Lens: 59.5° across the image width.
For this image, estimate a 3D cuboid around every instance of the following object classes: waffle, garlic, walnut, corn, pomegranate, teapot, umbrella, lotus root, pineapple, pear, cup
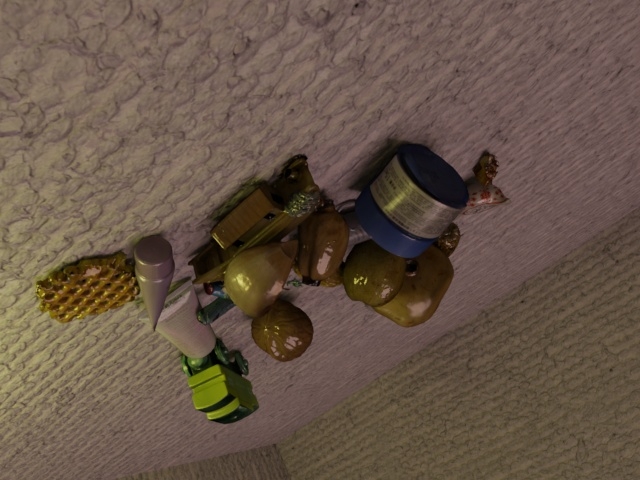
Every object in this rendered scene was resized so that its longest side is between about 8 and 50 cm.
[{"bbox_3d":[-0.576,0.124,1.411,0.254,0.052,0.245,-16,150,-21],"label":"waffle"},{"bbox_3d":[-0.144,0.124,1.473,0.196,0.151,0.338,-26,159,-19],"label":"garlic"},{"bbox_3d":[-0.138,0.322,2.008,0.228,0.228,0.228,-22,153,-12],"label":"walnut"},{"bbox_3d":[0.003,0.081,1.793,0.130,0.130,0.347,-34,154,12],"label":"corn"},{"bbox_3d":[0.311,0.138,1.989,0.333,0.332,0.332,-22,153,-12],"label":"pomegranate"},{"bbox_3d":[0.529,-0.134,1.920,0.159,0.116,0.245,-17,171,-41],"label":"teapot"},{"bbox_3d":[-0.269,0.176,1.725,0.250,0.053,0.052,-33,154,-26],"label":"umbrella"},{"bbox_3d":[0.000,0.000,1.579,0.140,0.154,0.256,3,104,-49],"label":"lotus root"},{"bbox_3d":[0.533,-0.243,1.803,0.114,0.077,0.114,-54,153,-28],"label":"pineapple"},{"bbox_3d":[0.459,0.008,2.096,0.115,0.115,0.318,-27,164,-2],"label":"corn"},{"bbox_3d":[0.165,0.103,1.777,0.211,0.188,0.228,-65,-168,-3],"label":"pear"},{"bbox_3d":[0.092,-0.043,1.685,0.133,0.099,0.136,-17,153,-19],"label":"cup"}]

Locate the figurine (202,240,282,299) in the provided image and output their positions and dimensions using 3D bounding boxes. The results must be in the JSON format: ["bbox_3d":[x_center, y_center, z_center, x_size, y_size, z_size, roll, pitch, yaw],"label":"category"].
[{"bbox_3d":[-0.217,0.077,1.604,0.234,0.127,0.185,-33,147,33],"label":"figurine"}]

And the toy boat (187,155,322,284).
[{"bbox_3d":[-0.176,-0.031,1.422,0.445,0.135,0.162,-39,146,25],"label":"toy boat"}]

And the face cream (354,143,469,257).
[{"bbox_3d":[0.255,-0.112,1.547,0.249,0.249,0.225,-2,144,-42],"label":"face cream"}]

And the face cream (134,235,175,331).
[{"bbox_3d":[-0.423,0.107,1.448,0.096,0.154,0.273,7,142,-6],"label":"face cream"}]

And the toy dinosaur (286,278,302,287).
[{"bbox_3d":[-0.088,0.156,1.963,0.062,0.021,0.083,-13,147,-13],"label":"toy dinosaur"}]

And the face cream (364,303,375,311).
[{"bbox_3d":[0.295,0.174,2.282,0.092,0.092,0.311,-2,144,-42],"label":"face cream"}]

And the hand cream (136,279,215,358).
[{"bbox_3d":[-0.426,0.254,1.736,0.186,0.118,0.358,-32,149,-13],"label":"hand cream"}]

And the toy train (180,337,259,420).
[{"bbox_3d":[-0.369,0.547,2.121,0.179,0.272,0.442,-25,154,1],"label":"toy train"}]
